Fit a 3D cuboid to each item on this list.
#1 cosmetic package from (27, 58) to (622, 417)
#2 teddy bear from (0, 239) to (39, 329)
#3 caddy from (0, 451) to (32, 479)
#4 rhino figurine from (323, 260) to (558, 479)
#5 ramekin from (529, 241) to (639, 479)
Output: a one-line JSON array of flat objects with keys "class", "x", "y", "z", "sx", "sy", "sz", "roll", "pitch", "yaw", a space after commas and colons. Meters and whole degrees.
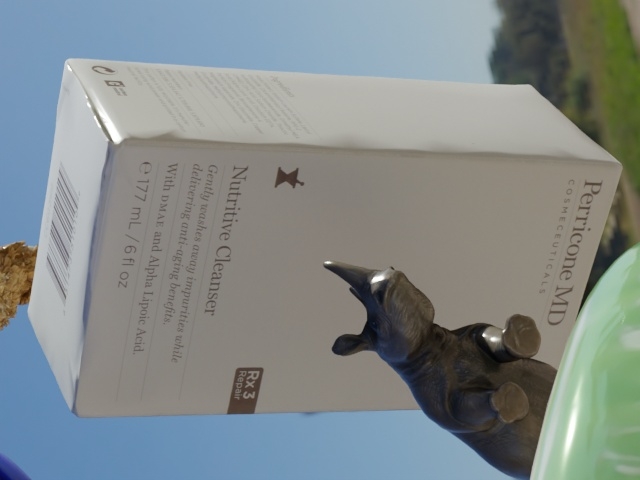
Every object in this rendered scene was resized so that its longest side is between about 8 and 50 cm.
[{"class": "cosmetic package", "x": 0.000, "y": 0.000, "z": 1.259, "sx": 0.156, "sy": 0.384, "sz": 0.217, "roll": -127, "pitch": 42, "yaw": -56}, {"class": "teddy bear", "x": -0.367, "y": 0.084, "z": 1.571, "sx": 0.338, "sy": 0.245, "sz": 0.113, "roll": -34, "pitch": -73, "yaw": -78}, {"class": "caddy", "x": -0.230, "y": 0.221, "z": 0.767, "sx": 0.179, "sy": 0.341, "sz": 0.241, "roll": -11, "pitch": -104, "yaw": -55}, {"class": "rhino figurine", "x": 0.098, "y": 0.086, "z": 1.045, "sx": 0.073, "sy": 0.243, "sz": 0.106, "roll": -59, "pitch": 10, "yaw": -21}, {"class": "ramekin", "x": 0.137, "y": 0.134, "z": 0.394, "sx": 0.303, "sy": 0.148, "sz": 0.304, "roll": 1, "pitch": -90, "yaw": -71}]
